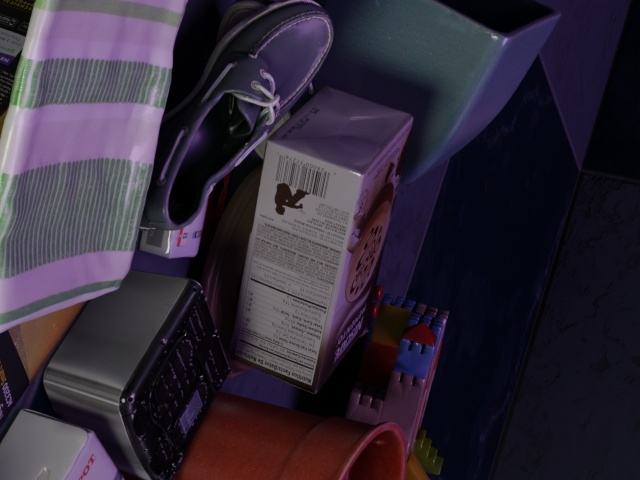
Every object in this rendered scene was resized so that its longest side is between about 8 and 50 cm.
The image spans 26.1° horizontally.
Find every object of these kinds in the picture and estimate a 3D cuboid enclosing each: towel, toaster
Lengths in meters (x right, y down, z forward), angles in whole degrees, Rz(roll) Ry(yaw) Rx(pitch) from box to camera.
[{"bbox_3d":[-0.172,-0.097,1.063,0.248,0.038,0.325,-23,132,-72],"label":"towel"},{"bbox_3d":[-0.184,0.146,1.410,0.168,0.110,0.186,76,35,-48],"label":"toaster"}]

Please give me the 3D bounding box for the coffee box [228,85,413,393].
[{"bbox_3d":[0.000,0.000,1.569,0.168,0.119,0.297,-50,156,-54],"label":"coffee box"}]

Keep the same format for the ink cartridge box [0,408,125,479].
[{"bbox_3d":[-0.258,0.281,1.340,0.208,0.087,0.153,74,36,-52],"label":"ink cartridge box"}]

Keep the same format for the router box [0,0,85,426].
[{"bbox_3d":[-0.257,-0.019,1.104,0.309,0.081,0.243,93,22,-54],"label":"router box"}]

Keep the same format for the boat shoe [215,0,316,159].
[{"bbox_3d":[-0.049,-0.188,1.559,0.079,0.095,0.254,-62,150,-32],"label":"boat shoe"}]

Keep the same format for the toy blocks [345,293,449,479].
[{"bbox_3d":[0.113,0.205,2.040,0.381,0.190,0.261,-47,151,-74],"label":"toy blocks"}]

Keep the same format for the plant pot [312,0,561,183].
[{"bbox_3d":[0.123,-0.222,1.784,0.248,0.247,0.252,-33,149,-60],"label":"plant pot"}]

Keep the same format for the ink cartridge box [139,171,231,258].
[{"bbox_3d":[-0.128,-0.055,1.521,0.179,0.045,0.145,-3,106,-65],"label":"ink cartridge box"}]

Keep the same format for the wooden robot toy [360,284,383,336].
[{"bbox_3d":[0.051,0.093,2.015,0.079,0.076,0.173,29,76,-79],"label":"wooden robot toy"}]

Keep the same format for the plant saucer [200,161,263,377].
[{"bbox_3d":[-0.073,0.039,1.687,0.278,0.041,0.278,15,90,-72],"label":"plant saucer"}]

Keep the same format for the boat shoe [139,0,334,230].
[{"bbox_3d":[-0.081,-0.124,1.396,0.319,0.099,0.116,-45,131,-21],"label":"boat shoe"}]

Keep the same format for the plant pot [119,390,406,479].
[{"bbox_3d":[-0.080,0.290,1.527,0.272,0.265,0.272,-48,147,-47],"label":"plant pot"}]
